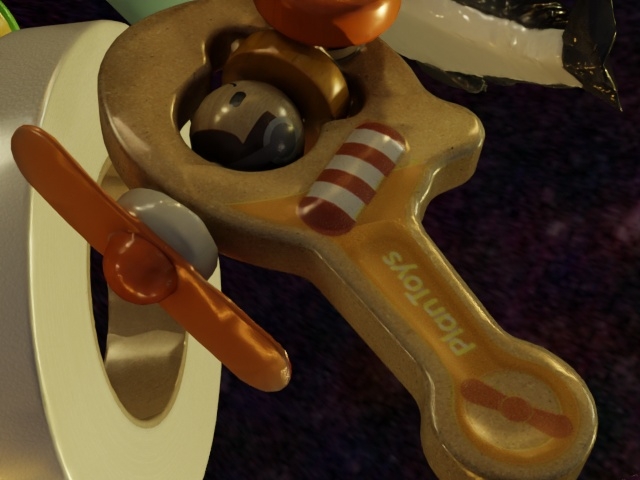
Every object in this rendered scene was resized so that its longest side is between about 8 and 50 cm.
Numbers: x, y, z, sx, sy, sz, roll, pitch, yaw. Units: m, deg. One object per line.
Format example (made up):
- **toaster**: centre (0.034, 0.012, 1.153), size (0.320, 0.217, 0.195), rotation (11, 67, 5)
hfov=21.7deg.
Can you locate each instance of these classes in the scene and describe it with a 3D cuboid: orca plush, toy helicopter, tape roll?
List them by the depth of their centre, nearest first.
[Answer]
- **toy helicopter**: centre (0.000, 0.000, 0.854), size (0.235, 0.355, 0.140), rotation (-23, 147, -26)
- **orca plush**: centre (0.106, -0.174, 1.096), size (0.151, 0.287, 0.102), rotation (39, 80, -26)
- **tape roll**: centre (-0.161, 0.035, 1.214), size (0.072, 0.392, 0.392), rotation (-5, 102, 15)

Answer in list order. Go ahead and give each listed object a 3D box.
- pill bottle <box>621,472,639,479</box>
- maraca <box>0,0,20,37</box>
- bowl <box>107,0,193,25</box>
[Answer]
- **pill bottle**: centre (0.233, 0.226, 1.023), size (0.323, 0.181, 0.181), rotation (-22, 105, -7)
- **maraca**: centre (-0.293, -0.133, 1.364), size (0.127, 0.099, 0.185), rotation (-25, 104, 16)
- **bowl**: centre (-0.110, -0.313, 1.674), size (0.311, 0.311, 0.163), rotation (-29, 146, -11)
